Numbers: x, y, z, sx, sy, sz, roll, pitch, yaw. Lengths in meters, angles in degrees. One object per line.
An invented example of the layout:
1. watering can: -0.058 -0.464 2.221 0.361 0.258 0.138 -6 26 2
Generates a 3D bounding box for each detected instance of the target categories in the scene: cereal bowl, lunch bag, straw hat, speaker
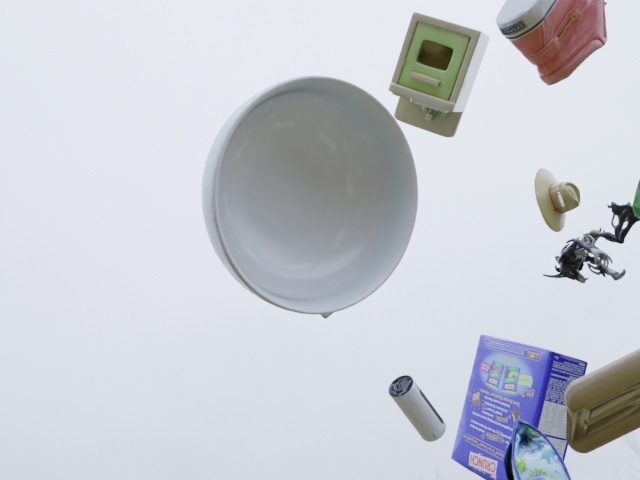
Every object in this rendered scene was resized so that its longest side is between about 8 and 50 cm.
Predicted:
1. cereal bowl: -0.027 -0.066 1.007 0.339 0.339 0.141 26 -10 -28
2. lunch bag: 0.351 0.386 1.088 0.096 0.151 0.129 -15 -58 6
3. straw hat: 0.515 -0.092 1.425 0.061 0.145 0.144 -15 -38 43
4. speaker: 0.183 0.318 1.270 0.055 0.055 0.136 -21 -62 29

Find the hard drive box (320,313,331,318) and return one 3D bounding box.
1. hard drive box: 0.000 0.000 1.279 0.181 0.089 0.232 -39 -73 -9

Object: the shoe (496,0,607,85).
1. shoe: 0.231 -0.227 0.611 0.081 0.178 0.063 43 -18 -26

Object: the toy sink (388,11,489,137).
1. toy sink: 0.244 -0.350 1.447 0.152 0.131 0.234 24 -71 17

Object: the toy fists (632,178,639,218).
1. toy fists: 0.688 -0.146 1.224 0.096 0.279 0.142 23 -1 -21

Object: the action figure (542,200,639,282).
1. action figure: 0.700 0.030 1.693 0.164 0.141 0.276 15 -57 -49

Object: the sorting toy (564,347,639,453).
1. sorting toy: 0.426 0.145 0.791 0.307 0.041 0.229 -28 -36 4

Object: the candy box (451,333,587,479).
1. candy box: 0.448 0.398 1.548 0.122 0.317 0.268 19 -6 -20
